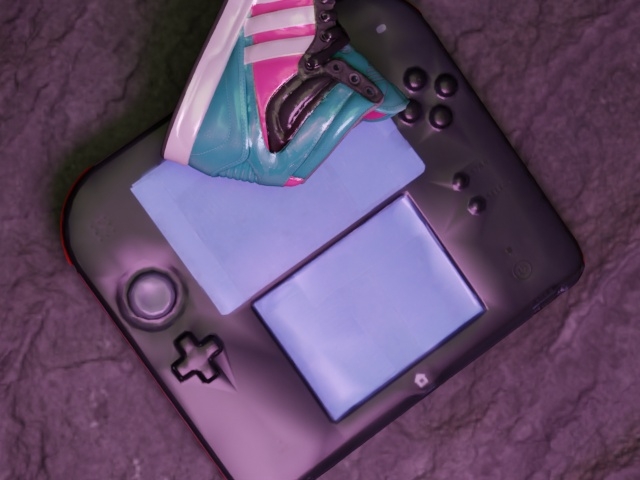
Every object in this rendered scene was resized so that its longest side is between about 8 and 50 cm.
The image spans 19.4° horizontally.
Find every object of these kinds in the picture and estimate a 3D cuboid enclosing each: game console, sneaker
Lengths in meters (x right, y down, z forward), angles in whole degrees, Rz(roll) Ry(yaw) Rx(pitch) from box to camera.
[{"bbox_3d":[0.000,0.000,1.669,0.386,0.060,0.342,-36,92,-9],"label":"game console"},{"bbox_3d":[0.001,-0.171,1.587,0.178,0.124,0.295,24,91,-3],"label":"sneaker"}]
